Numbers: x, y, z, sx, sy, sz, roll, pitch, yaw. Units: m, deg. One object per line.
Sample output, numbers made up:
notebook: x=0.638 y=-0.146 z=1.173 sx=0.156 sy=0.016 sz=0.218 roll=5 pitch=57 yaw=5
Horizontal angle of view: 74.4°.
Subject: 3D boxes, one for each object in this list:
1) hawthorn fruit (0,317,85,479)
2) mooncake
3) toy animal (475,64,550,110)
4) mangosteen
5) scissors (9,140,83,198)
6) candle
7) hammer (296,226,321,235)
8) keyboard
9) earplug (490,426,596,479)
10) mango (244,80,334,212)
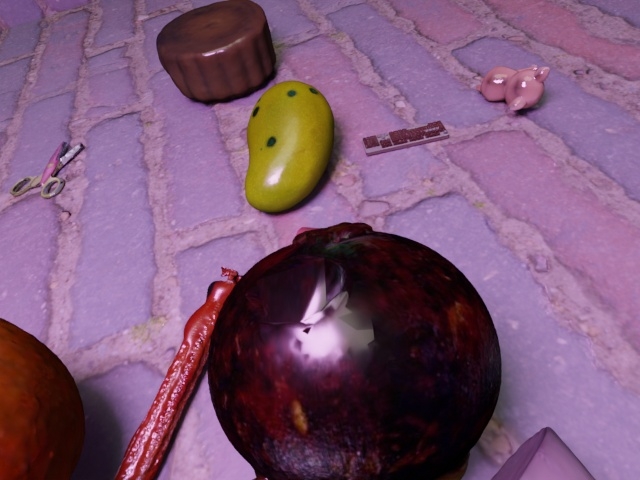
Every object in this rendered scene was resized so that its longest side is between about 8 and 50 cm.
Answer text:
hawthorn fruit: x=-0.454 y=0.226 z=0.375 sx=0.404 sy=0.402 sz=0.402 roll=-7 pitch=50 yaw=8
mooncake: x=-0.262 y=-0.480 z=1.084 sx=0.291 sy=0.161 sz=0.290 roll=-6 pitch=52 yaw=8
toy animal: x=0.378 y=-0.304 z=0.840 sx=0.089 sy=0.083 sz=0.150 roll=-14 pitch=28 yaw=-26
mangosteen: x=0.034 y=0.134 z=0.435 sx=0.312 sy=0.311 sz=0.310 roll=-7 pitch=50 yaw=8
scissors: x=-0.639 y=-0.173 z=1.007 sx=0.134 sy=0.019 sz=0.187 roll=5 pitch=54 yaw=13
candle: x=-0.189 y=0.177 z=0.590 sx=0.051 sy=0.048 sz=0.328 roll=12 pitch=54 yaw=12
hammer: x=0.000 y=0.000 z=0.700 sx=0.084 sy=0.043 sz=0.043 roll=6 pitch=53 yaw=16
keyboard: x=0.169 y=-0.206 z=0.847 sx=0.166 sy=0.017 sz=0.055 roll=-12 pitch=49 yaw=3
earplug: x=0.254 y=0.313 z=0.308 sx=0.172 sy=0.172 sz=0.301 roll=-40 pitch=59 yaw=-20
mango: x=-0.063 y=-0.184 z=0.808 sx=0.176 sy=0.143 sz=0.292 roll=1 pitch=61 yaw=16
